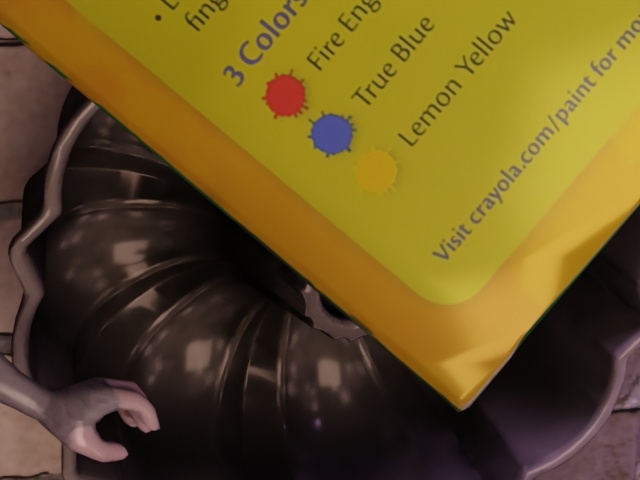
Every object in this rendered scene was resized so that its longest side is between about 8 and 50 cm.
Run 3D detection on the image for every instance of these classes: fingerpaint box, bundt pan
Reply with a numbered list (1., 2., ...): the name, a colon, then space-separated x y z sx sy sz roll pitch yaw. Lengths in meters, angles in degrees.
1. fingerpaint box: 0.059 -0.229 0.709 0.371 0.163 0.445 39 98 2
2. bundt pan: 0.000 0.000 0.942 0.331 0.124 0.330 -7 116 -15

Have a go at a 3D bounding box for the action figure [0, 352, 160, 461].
1. action figure: -0.257 0.060 0.778 0.248 0.370 0.275 -44 104 -35
